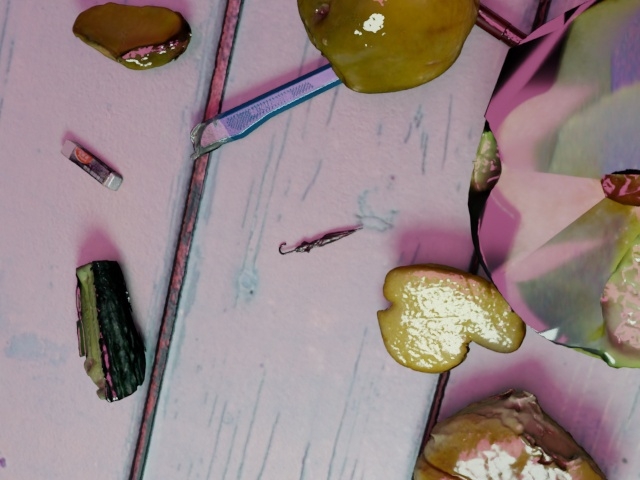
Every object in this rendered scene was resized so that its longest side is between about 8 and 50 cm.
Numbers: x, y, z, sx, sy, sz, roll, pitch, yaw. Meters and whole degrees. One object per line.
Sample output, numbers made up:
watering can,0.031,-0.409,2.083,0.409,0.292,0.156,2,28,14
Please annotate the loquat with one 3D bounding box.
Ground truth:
loquat,0.095,-0.293,0.892,0.246,0.213,0.213,-39,86,4

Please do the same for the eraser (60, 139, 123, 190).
eraser,-0.327,-0.108,1.099,0.099,0.019,0.027,37,103,8

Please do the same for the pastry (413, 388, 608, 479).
pastry,0.232,0.325,0.958,0.236,0.121,0.257,-44,84,14

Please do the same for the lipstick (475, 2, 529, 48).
lipstick,0.248,-0.243,0.946,0.176,0.027,0.027,36,102,6

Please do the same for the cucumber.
cucumber,-0.298,0.124,1.086,0.085,0.115,0.193,-12,88,-29

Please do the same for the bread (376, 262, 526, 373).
bread,0.166,0.101,0.986,0.187,0.065,0.150,12,109,9

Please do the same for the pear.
pear,0.359,-0.065,0.865,0.398,0.165,0.399,1,96,13

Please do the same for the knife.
knife,-0.051,-0.185,1.024,0.296,0.026,0.044,-23,93,12

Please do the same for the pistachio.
pistachio,-0.253,-0.272,1.050,0.172,0.049,0.090,9,73,14

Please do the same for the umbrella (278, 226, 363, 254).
umbrella,0.000,0.003,1.037,0.122,0.013,0.022,-13,71,16
